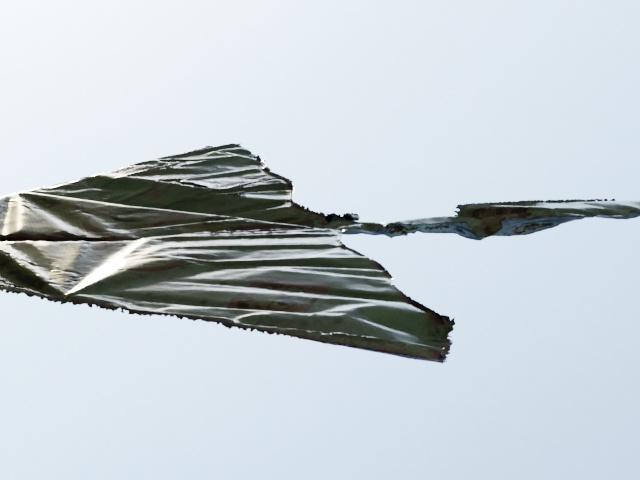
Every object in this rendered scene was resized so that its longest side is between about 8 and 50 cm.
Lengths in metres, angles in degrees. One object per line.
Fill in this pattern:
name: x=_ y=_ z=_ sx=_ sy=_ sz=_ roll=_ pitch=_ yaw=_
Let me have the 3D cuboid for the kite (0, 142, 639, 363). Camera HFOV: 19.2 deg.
kite: x=0.000 y=-0.002 z=0.489 sx=0.250 sy=0.012 sz=0.229 roll=-4 pitch=-164 yaw=-17
